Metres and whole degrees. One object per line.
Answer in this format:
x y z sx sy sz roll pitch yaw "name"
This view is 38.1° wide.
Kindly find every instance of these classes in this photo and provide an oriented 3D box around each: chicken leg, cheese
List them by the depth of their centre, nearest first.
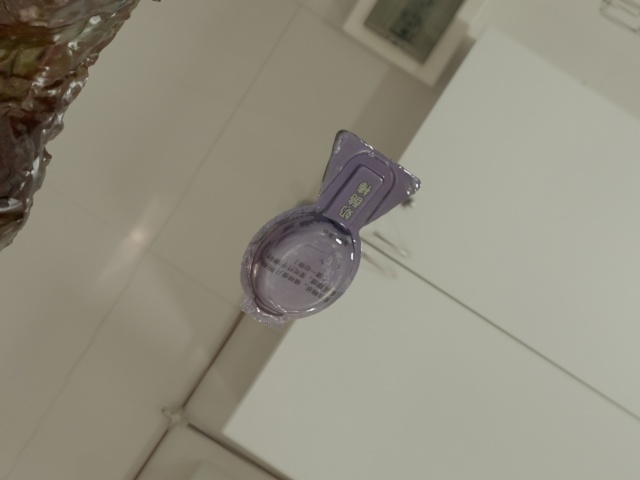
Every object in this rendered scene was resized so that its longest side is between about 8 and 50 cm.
-0.133 -0.080 0.417 0.322 0.083 0.177 -46 -141 29 "chicken leg"
0.000 0.000 0.815 0.191 0.105 0.042 -50 -153 14 "cheese"
